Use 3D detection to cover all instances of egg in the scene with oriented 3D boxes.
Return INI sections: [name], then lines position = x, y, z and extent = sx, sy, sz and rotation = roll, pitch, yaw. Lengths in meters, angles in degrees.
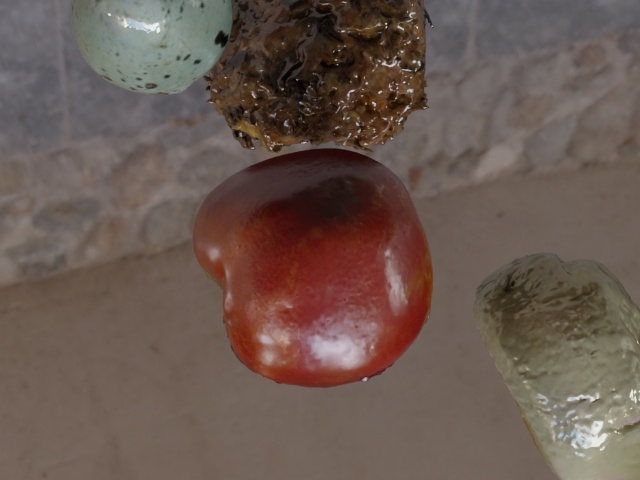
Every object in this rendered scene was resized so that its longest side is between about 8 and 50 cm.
[egg]
position = -0.134, -0.175, 1.120
extent = 0.131, 0.164, 0.131
rotation = 1, 104, 5

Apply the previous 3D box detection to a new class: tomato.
[tomato]
position = 0.000, 0.000, 1.240
extent = 0.200, 0.233, 0.139
rotation = -16, 147, -22

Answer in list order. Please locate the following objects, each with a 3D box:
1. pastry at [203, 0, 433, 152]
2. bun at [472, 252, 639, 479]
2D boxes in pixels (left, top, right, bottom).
[pastry]
position = 0.006, -0.186, 1.468
extent = 0.275, 0.275, 0.193
rotation = -36, 138, 12
[bun]
position = 0.245, 0.116, 1.350
extent = 0.153, 0.244, 0.244
rotation = -26, 142, 2
